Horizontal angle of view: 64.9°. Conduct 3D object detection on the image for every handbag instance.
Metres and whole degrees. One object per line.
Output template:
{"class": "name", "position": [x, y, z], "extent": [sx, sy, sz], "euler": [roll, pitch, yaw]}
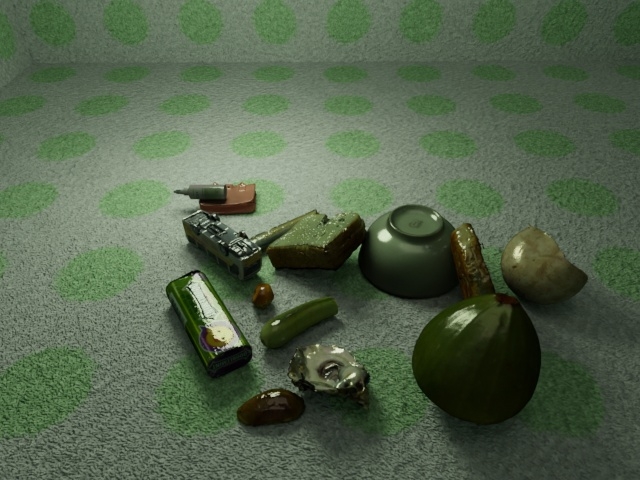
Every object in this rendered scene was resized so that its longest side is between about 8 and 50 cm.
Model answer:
{"class": "handbag", "position": [-0.359, -0.168, 1.959], "extent": [0.213, 0.059, 0.157], "euler": [-3, 39, -2]}

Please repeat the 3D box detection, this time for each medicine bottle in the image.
{"class": "medicine bottle", "position": [-0.454, -0.183, 1.893], "extent": [0.199, 0.057, 0.057], "euler": [1, 39, 3]}

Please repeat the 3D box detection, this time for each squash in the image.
{"class": "squash", "position": [-0.065, 0.233, 1.450], "extent": [0.250, 0.083, 0.083], "euler": [-23, 44, -30]}

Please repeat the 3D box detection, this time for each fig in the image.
{"class": "fig", "position": [0.385, 0.266, 1.215], "extent": [0.316, 0.316, 0.316], "euler": [0, 39, 0]}

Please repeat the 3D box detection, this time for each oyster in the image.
{"class": "oyster", "position": [0.022, 0.345, 1.307], "extent": [0.214, 0.083, 0.223], "euler": [9, 21, -1]}

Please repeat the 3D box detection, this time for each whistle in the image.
{"class": "whistle", "position": [-0.125, -0.031, 1.790], "extent": [0.326, 0.057, 0.068], "euler": [-23, 45, -26]}

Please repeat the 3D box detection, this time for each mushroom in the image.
{"class": "mushroom", "position": [0.665, 0.098, 1.553], "extent": [0.189, 0.195, 0.253], "euler": [-37, 49, 8]}

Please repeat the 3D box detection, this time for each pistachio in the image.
{"class": "pistachio", "position": [-0.124, 0.407, 1.253], "extent": [0.173, 0.049, 0.089], "euler": [-5, 39, -7]}

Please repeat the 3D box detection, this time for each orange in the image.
{"class": "orange", "position": [-0.172, 0.168, 1.531], "extent": [0.062, 0.086, 0.086], "euler": [17, 36, -15]}

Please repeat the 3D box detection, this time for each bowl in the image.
{"class": "bowl", "position": [0.302, 0.005, 1.641], "extent": [0.354, 0.185, 0.354], "euler": [0, 39, 0]}

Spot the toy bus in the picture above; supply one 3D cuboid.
{"class": "toy bus", "position": [-0.333, 0.010, 1.676], "extent": [0.343, 0.138, 0.097], "euler": [31, 47, 34]}

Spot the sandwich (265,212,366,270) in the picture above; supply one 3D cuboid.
{"class": "sandwich", "position": [-0.001, -0.001, 1.650], "extent": [0.273, 0.095, 0.249], "euler": [-1, 31, 40]}

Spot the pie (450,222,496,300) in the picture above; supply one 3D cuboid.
{"class": "pie", "position": [0.442, 0.108, 1.436], "extent": [0.092, 0.315, 0.315], "euler": [-16, 37, 12]}

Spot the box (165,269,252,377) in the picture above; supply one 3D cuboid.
{"class": "box", "position": [-0.326, 0.226, 1.440], "extent": [0.134, 0.097, 0.345], "euler": [-21, 43, -23]}
